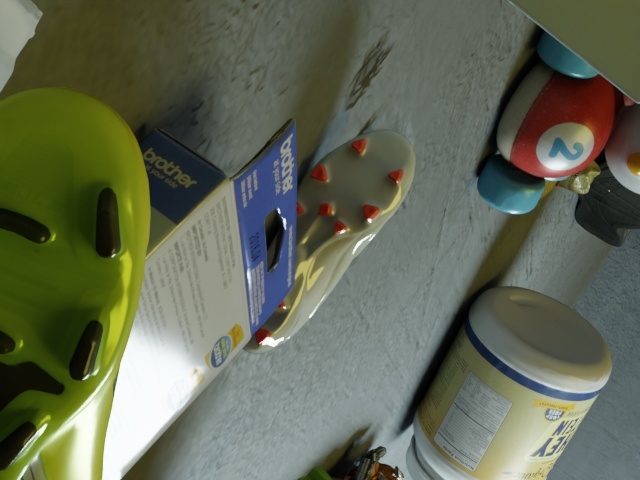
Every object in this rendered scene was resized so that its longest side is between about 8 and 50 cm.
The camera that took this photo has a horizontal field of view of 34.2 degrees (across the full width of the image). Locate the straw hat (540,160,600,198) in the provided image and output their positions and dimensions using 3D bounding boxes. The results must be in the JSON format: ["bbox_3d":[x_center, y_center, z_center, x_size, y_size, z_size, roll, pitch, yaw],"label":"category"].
[{"bbox_3d":[0.375,-0.101,1.521,0.144,0.061,0.144,-47,159,-24],"label":"straw hat"}]

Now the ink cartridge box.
[{"bbox_3d":[-0.129,0.071,0.560,0.311,0.065,0.186,-45,158,-24],"label":"ink cartridge box"}]

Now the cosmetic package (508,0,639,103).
[{"bbox_3d":[0.192,-0.193,0.575,0.225,0.224,0.138,-7,135,-40],"label":"cosmetic package"}]

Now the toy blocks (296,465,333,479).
[{"bbox_3d":[-0.149,0.366,0.852,0.261,0.191,0.381,6,125,-55],"label":"toy blocks"}]

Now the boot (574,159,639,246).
[{"bbox_3d":[0.584,-0.153,1.829,0.284,0.138,0.377,-53,165,-7],"label":"boot"}]

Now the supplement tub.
[{"bbox_3d":[0.280,0.254,1.600,0.228,0.228,0.316,-26,144,-56],"label":"supplement tub"}]

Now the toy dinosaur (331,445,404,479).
[{"bbox_3d":[0.025,0.384,1.385,0.322,0.164,0.218,10,98,-50],"label":"toy dinosaur"}]

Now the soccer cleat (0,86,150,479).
[{"bbox_3d":[-0.124,0.072,0.415,0.121,0.093,0.289,-75,179,-70],"label":"soccer cleat"}]

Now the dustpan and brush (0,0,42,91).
[{"bbox_3d":[-0.183,-0.014,0.322,0.211,0.060,0.147,-62,174,-4],"label":"dustpan and brush"}]

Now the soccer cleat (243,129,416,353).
[{"bbox_3d":[0.000,0.000,0.768,0.196,0.068,0.076,-52,167,8],"label":"soccer cleat"}]

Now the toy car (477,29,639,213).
[{"bbox_3d":[0.332,-0.110,1.128,0.210,0.238,0.219,-35,151,-47],"label":"toy car"}]
